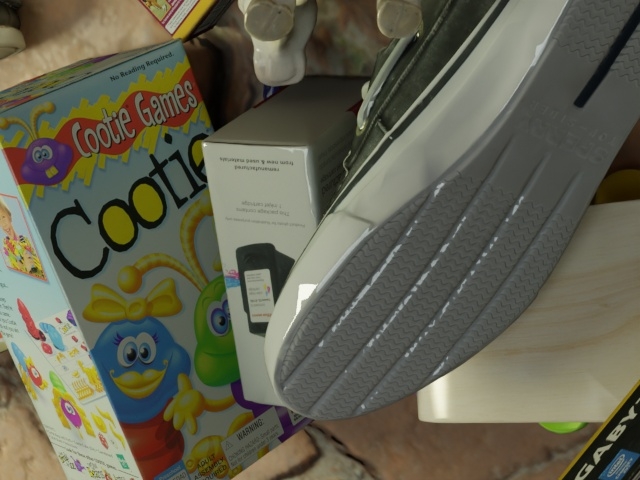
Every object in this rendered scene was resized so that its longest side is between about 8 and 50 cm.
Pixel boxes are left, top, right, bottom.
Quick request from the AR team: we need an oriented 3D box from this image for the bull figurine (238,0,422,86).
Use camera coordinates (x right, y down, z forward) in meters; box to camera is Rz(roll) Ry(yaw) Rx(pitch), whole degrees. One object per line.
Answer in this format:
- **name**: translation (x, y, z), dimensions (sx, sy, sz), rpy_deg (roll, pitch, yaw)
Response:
- **bull figurine**: translation (0.026, -0.192, 0.563), dimensions (0.101, 0.188, 0.310), rpy_deg (19, 122, -22)

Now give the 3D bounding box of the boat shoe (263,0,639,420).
- **boat shoe**: translation (0.076, -0.055, 0.585), dimensions (0.121, 0.119, 0.335), rpy_deg (26, 109, -35)

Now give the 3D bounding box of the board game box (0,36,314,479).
- **board game box**: translation (-0.134, 0.024, 0.754), dimensions (0.144, 0.142, 0.275), rpy_deg (3, 117, 52)

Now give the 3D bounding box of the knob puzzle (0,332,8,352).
- **knob puzzle**: translation (-0.260, -0.001, 0.840), dimensions (0.213, 0.030, 0.213), rpy_deg (0, 82, 1)

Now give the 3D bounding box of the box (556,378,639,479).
- **box**: translation (0.285, 0.092, 0.478), dimensions (0.257, 0.079, 0.322), rpy_deg (41, 83, -2)

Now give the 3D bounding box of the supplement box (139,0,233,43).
- **supplement box**: translation (-0.093, -0.176, 0.713), dimensions (0.083, 0.043, 0.055), rpy_deg (48, 128, -1)

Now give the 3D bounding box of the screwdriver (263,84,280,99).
- **screwdriver**: translation (-0.030, -0.117, 0.728), dimensions (0.024, 0.025, 0.170), rpy_deg (10, 110, 26)

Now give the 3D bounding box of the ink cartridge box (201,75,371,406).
- **ink cartridge box**: translation (0.000, 0.000, 0.697), dimensions (0.072, 0.127, 0.175), rpy_deg (5, 117, 26)

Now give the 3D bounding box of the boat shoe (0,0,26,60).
- **boat shoe**: translation (-0.374, -0.147, 0.820), dimensions (0.335, 0.112, 0.096), rpy_deg (-12, 91, 11)

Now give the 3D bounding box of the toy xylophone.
- **toy xylophone**: translation (0.174, 0.010, 0.616), dimensions (0.322, 0.081, 0.236), rpy_deg (3, 90, 35)
